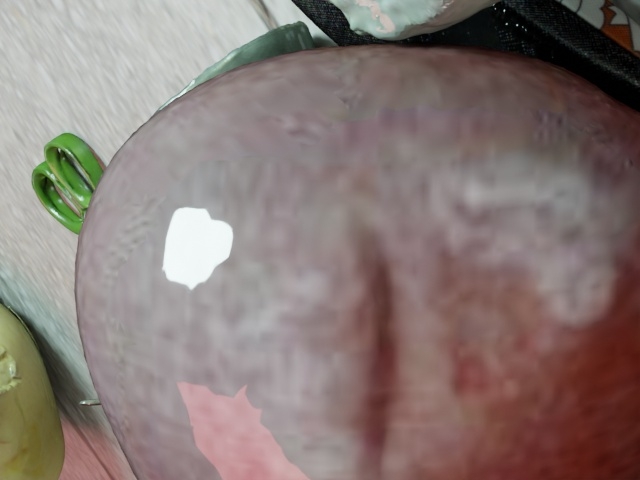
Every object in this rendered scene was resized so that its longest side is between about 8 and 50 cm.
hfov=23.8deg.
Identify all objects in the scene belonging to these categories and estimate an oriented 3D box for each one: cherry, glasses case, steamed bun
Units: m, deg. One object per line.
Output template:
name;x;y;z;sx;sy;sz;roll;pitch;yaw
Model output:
cherry;0.034;0.040;0.653;0.308;0.221;0.261;-20;100;10
glasses case;0.075;-0.107;0.764;0.267;0.067;0.103;39;149;15
steamed bun;-0.356;0.140;1.481;0.273;0.166;0.232;12;121;37

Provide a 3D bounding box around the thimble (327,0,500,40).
thimble;0.055;-0.208;0.592;0.205;0.172;0.250;32;142;33

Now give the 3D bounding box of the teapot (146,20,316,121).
teapot;0.000;0.000;0.866;0.171;0.203;0.225;-41;83;22

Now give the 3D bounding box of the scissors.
scissors;-0.154;0.007;1.211;0.204;0.027;0.101;49;150;3
